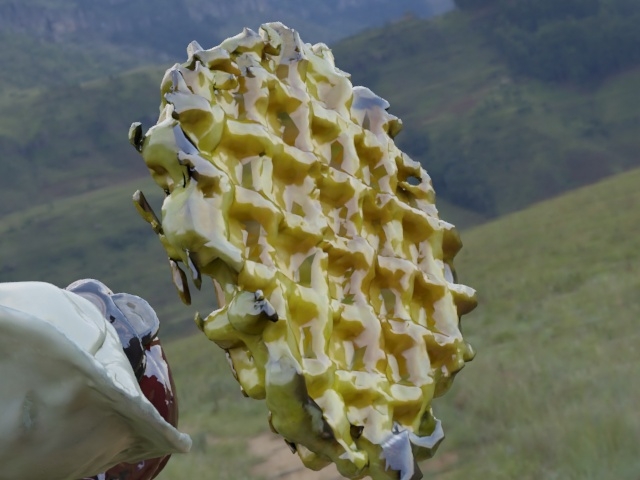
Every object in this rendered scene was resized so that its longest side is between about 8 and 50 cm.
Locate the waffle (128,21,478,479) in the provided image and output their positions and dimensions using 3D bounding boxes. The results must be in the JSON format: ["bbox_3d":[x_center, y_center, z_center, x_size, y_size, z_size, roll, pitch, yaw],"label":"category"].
[{"bbox_3d":[0.000,0.000,0.960,0.095,0.380,0.382,-23,12,27],"label":"waffle"}]

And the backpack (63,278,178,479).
[{"bbox_3d":[-0.240,0.161,1.117,0.229,0.229,0.139,-17,-19,-16],"label":"backpack"}]

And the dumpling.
[{"bbox_3d":[-0.145,0.077,0.620,0.181,0.111,0.155,3,-10,-33],"label":"dumpling"}]
